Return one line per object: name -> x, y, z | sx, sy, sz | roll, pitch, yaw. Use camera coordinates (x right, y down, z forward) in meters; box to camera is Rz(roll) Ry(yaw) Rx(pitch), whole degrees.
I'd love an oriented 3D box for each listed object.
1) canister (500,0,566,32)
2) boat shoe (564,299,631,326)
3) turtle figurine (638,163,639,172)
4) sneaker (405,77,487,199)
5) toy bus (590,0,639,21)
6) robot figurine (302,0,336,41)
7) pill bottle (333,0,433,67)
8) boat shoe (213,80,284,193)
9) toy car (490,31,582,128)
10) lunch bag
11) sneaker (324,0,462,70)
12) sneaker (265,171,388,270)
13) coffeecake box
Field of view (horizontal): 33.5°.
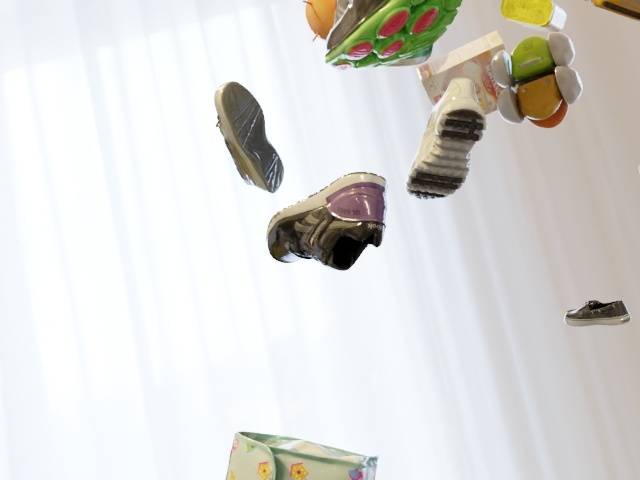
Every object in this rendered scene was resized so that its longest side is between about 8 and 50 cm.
canister -> 0.517, -0.549, 2.563 | 0.126, 0.073, 0.170 | 18, 11, 23
boat shoe -> 0.473, 0.122, 1.825 | 0.049, 0.040, 0.142 | -21, 7, -32
turtle figurine -> 0.409, -0.104, 1.190 | 0.087, 0.270, 0.217 | 21, -2, 3
sneaker -> 0.240, -0.188, 2.037 | 0.110, 0.118, 0.292 | 10, -39, -12
toy bus -> 0.424, -0.472, 1.628 | 0.108, 0.333, 0.130 | 12, -52, -27
robot figurine -> 0.059, -0.491, 2.230 | 0.219, 0.128, 0.158 | -26, -23, -29
pill bottle -> 0.140, -0.530, 2.016 | 0.204, 0.361, 0.204 | 5, 30, -3
boat shoe -> -0.182, -0.237, 2.480 | 0.103, 0.118, 0.320 | 9, -34, 31
toy car -> 0.422, -0.299, 2.035 | 0.159, 0.182, 0.136 | -19, -27, 26
lunch bag -> -0.050, 0.455, 1.828 | 0.262, 0.224, 0.160 | 9, 0, 14
sneaker -> 0.138, -0.466, 1.726 | 0.185, 0.202, 0.483 | -5, -35, -34
sneaker -> 0.000, 0.000, 1.713 | 0.107, 0.124, 0.283 | 14, -30, -31
coffeecake box -> 0.317, -0.333, 2.241 | 0.185, 0.068, 0.142 | -24, -56, 12
